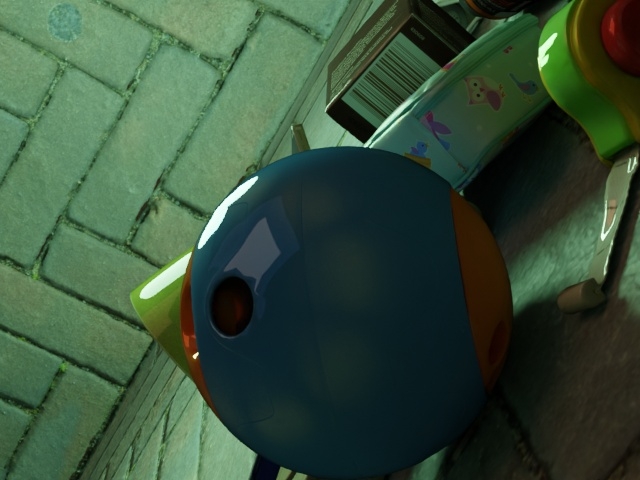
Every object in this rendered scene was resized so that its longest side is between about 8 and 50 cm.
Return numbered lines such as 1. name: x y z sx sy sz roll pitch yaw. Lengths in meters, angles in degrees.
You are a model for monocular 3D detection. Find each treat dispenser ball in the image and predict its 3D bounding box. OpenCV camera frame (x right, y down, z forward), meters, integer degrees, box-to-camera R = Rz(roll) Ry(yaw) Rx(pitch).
1. treat dispenser ball: 0.022 0.062 0.925 0.288 0.288 0.288 -58 12 20

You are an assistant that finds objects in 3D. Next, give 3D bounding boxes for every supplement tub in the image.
1. supplement tub: 0.245 -0.348 1.376 0.106 0.106 0.198 -64 11 -10

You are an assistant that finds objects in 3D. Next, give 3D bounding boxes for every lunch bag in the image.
1. lunch bag: 0.140 -0.116 1.158 0.224 0.108 0.279 -41 -1 -38

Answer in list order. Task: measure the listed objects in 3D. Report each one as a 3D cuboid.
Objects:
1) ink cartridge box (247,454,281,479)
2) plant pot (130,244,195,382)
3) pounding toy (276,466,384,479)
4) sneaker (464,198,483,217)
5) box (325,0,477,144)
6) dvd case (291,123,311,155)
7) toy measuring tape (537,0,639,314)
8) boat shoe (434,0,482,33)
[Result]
1. ink cartridge box: -0.060 0.289 1.231 0.224 0.045 0.223 104 -177 -49
2. plant pot: -0.054 0.063 1.426 0.293 0.275 0.275 -45 12 2
3. pounding toy: -0.013 0.192 1.117 0.154 0.155 0.269 -44 18 53
4. sneaker: 0.108 0.044 1.149 0.192 0.064 0.086 -54 8 21
5. box: 0.121 -0.207 1.380 0.168 0.167 0.203 -47 16 21
6. dvd case: 0.000 0.000 1.234 0.164 0.018 0.221 92 162 -58
7. toy measuring tape: 0.222 -0.105 0.881 0.330 0.121 0.121 -67 12 -22
8. boat shoe: 0.150 -0.294 1.561 0.277 0.098 0.096 -46 13 -34
